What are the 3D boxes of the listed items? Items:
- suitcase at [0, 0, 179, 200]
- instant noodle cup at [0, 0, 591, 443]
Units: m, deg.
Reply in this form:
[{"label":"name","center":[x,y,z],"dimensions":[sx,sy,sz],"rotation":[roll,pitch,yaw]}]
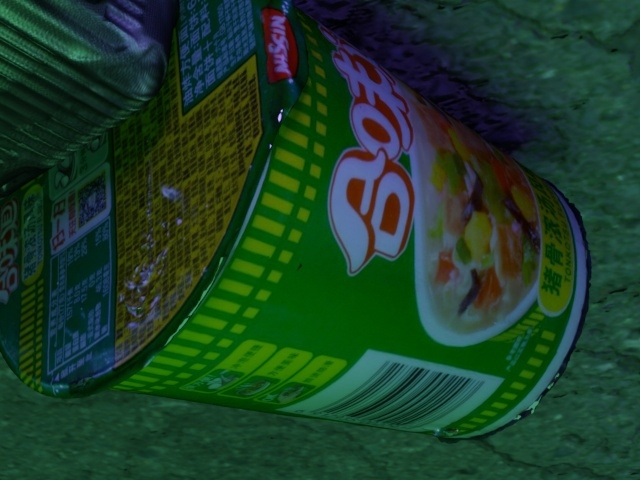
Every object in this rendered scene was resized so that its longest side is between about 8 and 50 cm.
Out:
[{"label":"suitcase","center":[-0.215,-0.126,0.584],"dimensions":[0.202,0.128,0.312],"rotation":[-27,137,34]},{"label":"instant noodle cup","center":[0.000,0.000,0.714],"dimensions":[0.233,0.207,0.207],"rotation":[22,140,-37]}]
